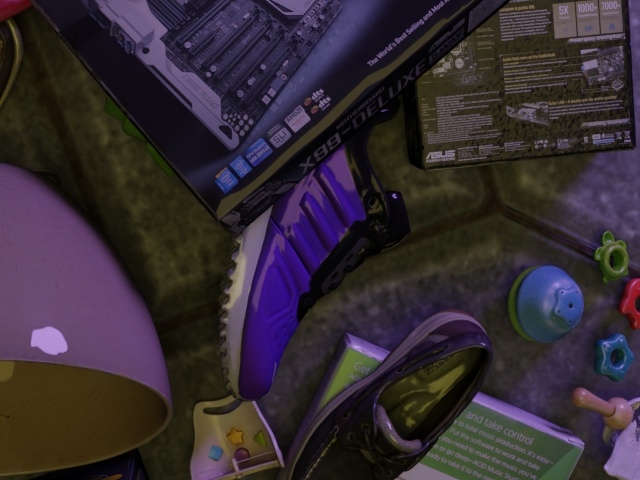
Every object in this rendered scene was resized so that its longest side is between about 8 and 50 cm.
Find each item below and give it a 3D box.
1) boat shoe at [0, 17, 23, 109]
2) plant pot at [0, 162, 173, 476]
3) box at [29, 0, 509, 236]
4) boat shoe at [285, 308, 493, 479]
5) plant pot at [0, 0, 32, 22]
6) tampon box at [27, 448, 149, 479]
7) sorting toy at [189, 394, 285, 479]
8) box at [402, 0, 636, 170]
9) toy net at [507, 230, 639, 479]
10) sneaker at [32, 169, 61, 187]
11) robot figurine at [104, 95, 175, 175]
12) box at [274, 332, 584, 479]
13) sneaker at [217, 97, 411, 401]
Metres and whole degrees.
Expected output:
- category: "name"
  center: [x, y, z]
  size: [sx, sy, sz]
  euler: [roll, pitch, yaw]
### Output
- category: "boat shoe"
  center: [-0.373, -0.073, 0.957]
  size: [0.324, 0.097, 0.116]
  euler: [-38, 100, 2]
- category: "plant pot"
  center: [-0.259, 0.053, 0.925]
  size: [0.284, 0.284, 0.191]
  euler: [-4, 65, -4]
- category: "box"
  center: [-0.031, -0.194, 0.915]
  size: [0.307, 0.076, 0.242]
  euler: [-40, 79, -2]
- category: "boat shoe"
  center: [0.055, 0.149, 0.984]
  size: [0.080, 0.073, 0.223]
  euler: [43, 92, -9]
- category: "plant pot"
  center: [-0.253, -0.327, 0.860]
  size: [0.275, 0.275, 0.243]
  euler: [-42, 90, 3]
- category: "tampon box"
  center: [-0.189, 0.278, 1.026]
  size: [0.120, 0.101, 0.161]
  euler: [-19, 100, -2]
- category: "sorting toy"
  center: [-0.076, 0.170, 1.051]
  size: [0.083, 0.045, 0.075]
  euler: [-18, 87, 10]
- category: "box"
  center: [0.159, -0.141, 0.998]
  size: [0.180, 0.077, 0.147]
  euler: [-7, 99, -3]
- category: "toy net"
  center: [0.256, 0.115, 1.070]
  size: [0.122, 0.045, 0.232]
  euler: [-32, 104, -26]
- category: "sneaker"
  center: [-0.257, -0.036, 1.004]
  size: [0.083, 0.035, 0.031]
  euler: [-17, 101, -2]
- category: "robot figurine"
  center: [-0.116, -0.104, 0.988]
  size: [0.115, 0.067, 0.101]
  euler: [24, 67, -7]
- category: "box"
  center: [0.059, 0.271, 1.070]
  size: [0.232, 0.058, 0.322]
  euler: [25, 98, -8]
- category: "sneaker"
  center: [0.000, 0.000, 0.997]
  size: [0.146, 0.102, 0.293]
  euler: [11, 98, -7]
